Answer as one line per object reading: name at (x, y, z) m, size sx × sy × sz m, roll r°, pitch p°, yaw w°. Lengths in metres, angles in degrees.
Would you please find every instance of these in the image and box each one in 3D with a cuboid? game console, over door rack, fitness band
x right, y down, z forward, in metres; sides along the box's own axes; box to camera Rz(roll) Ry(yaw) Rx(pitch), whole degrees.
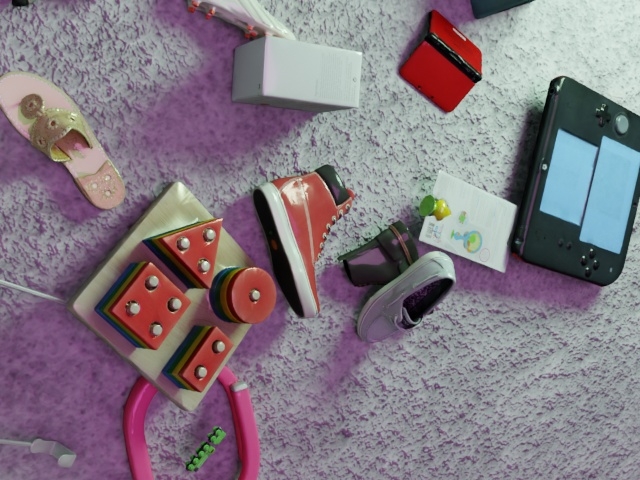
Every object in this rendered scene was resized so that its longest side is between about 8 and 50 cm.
game console at (0.230, -0.339, 1.357) m, size 0.144 × 0.085 × 0.124 m, roll 32°, pitch 49°, yaw -28°
game console at (0.561, -0.112, 1.511) m, size 0.342 × 0.060 × 0.386 m, roll 16°, pitch 86°, yaw -37°
over door rack at (-0.454, 0.165, 0.992) m, size 0.324 × 0.108 × 0.239 m, roll 29°, pitch 80°, yaw -42°
fitness band at (-0.206, 0.329, 1.163) m, size 0.209 × 0.054 × 0.290 m, roll -14°, pitch 100°, yaw -27°

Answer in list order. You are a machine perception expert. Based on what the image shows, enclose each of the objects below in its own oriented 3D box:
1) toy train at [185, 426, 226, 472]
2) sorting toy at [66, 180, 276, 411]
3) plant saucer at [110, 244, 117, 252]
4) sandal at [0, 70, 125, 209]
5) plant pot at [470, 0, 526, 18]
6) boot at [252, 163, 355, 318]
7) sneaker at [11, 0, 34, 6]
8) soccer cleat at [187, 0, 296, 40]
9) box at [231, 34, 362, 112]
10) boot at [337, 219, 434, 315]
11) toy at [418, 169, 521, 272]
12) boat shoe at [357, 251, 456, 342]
toy train at (-0.183, 0.334, 1.139) m, size 0.083 × 0.017 × 0.023 m, roll -51°, pitch 124°, yaw -12°
sorting toy at (-0.193, 0.084, 1.080) m, size 0.257 × 0.089 × 0.255 m, roll 50°, pitch 57°, yaw -28°
plant saucer at (-0.290, 0.038, 1.109) m, size 0.083 × 0.015 × 0.083 m, roll -3°, pitch 95°, yaw -28°
sandal at (-0.357, -0.144, 1.018) m, size 0.088 × 0.079 × 0.240 m, roll -43°, pitch 113°, yaw -18°
plant pot at (0.402, -0.525, 1.306) m, size 0.166 × 0.234 × 0.165 m, roll -24°, pitch 106°, yaw -25°
boot at (0.000, 0.000, 1.226) m, size 0.176 × 0.088 × 0.244 m, roll -19°, pitch 100°, yaw -27°
sneaker at (-0.441, -0.384, 0.957) m, size 0.170 × 0.063 × 0.074 m, roll 45°, pitch 68°, yaw -29°
soccer cleat at (-0.119, -0.368, 1.136) m, size 0.196 × 0.068 × 0.076 m, roll 21°, pitch 82°, yaw -26°
box at (-0.039, -0.262, 1.151) m, size 0.170 × 0.130 × 0.091 m, roll 2°, pitch 95°, yaw -29°
boot at (0.121, 0.075, 1.318) m, size 0.137 × 0.077 × 0.198 m, roll -27°, pitch 112°, yaw -7°
toy at (0.282, -0.035, 1.389) m, size 0.237 × 0.056 × 0.136 m, roll 20°, pitch 85°, yaw -35°
boat shoe at (0.149, 0.116, 1.263) m, size 0.079 × 0.081 × 0.227 m, roll 32°, pitch 116°, yaw -25°
